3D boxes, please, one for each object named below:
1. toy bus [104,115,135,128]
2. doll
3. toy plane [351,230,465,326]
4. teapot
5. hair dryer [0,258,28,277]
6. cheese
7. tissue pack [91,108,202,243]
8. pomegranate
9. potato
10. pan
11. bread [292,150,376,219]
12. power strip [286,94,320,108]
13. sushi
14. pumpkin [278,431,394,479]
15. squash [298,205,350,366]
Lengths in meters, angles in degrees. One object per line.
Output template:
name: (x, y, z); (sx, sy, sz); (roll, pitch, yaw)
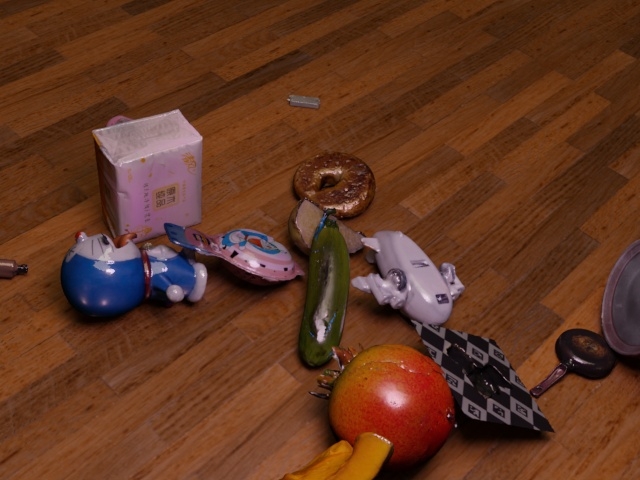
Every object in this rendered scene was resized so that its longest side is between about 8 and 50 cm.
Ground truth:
toy bus: (-0.375, -0.204, 1.798); (0.203, 0.090, 0.063); (19, 47, 11)
doll: (-0.340, 0.057, 1.509); (0.257, 0.161, 0.215); (-5, 18, -28)
toy plane: (0.167, 0.074, 1.606); (0.245, 0.117, 0.244); (19, 37, -15)
teapot: (0.724, 0.171, 1.529); (0.312, 0.233, 0.314); (14, 55, -10)
hair dryer: (-0.640, 0.050, 1.538); (0.182, 0.064, 0.117); (5, 47, -12)
cheese: (-0.161, 0.021, 1.576); (0.286, 0.074, 0.189); (17, 16, -26)
tissue pack: (-0.337, -0.120, 1.630); (0.185, 0.225, 0.124); (-21, 52, -27)
pomegranate: (0.103, 0.264, 1.343); (0.235, 0.210, 0.210); (33, 50, 13)
potato: (0.000, 0.000, 1.685); (0.172, 0.089, 0.100); (30, 61, -20)
pan: (0.468, 0.229, 1.551); (0.212, 0.040, 0.115); (-26, 50, -30)
bread: (0.032, -0.120, 1.803); (0.193, 0.064, 0.193); (1, 50, -1)
power strip: (-0.041, -0.342, 2.030); (0.083, 0.017, 0.027); (6, 45, -4)
sushi: (0.271, 0.253, 1.457); (0.220, 0.047, 0.231); (16, 30, -33)
pumpkin: (-0.043, 0.363, 1.189); (0.258, 0.290, 0.095); (-27, 89, -20)
squash: (0.013, 0.081, 1.554); (0.087, 0.087, 0.331); (7, 59, -2)
